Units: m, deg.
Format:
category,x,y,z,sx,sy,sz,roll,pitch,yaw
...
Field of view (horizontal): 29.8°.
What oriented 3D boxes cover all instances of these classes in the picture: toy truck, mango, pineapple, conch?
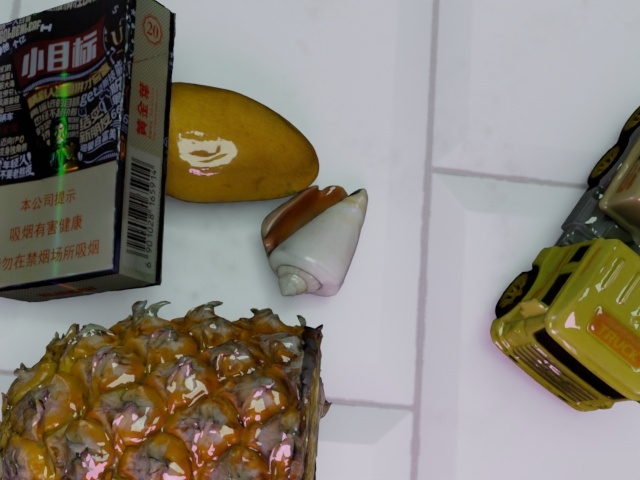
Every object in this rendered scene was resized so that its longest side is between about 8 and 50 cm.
category,x,y,z,sx,sy,sz,roll,pitch,yaw
toy truck,0.378,-0.008,1.333,0.180,0.254,0.405,38,76,-3
mango,-0.112,-0.101,1.344,0.227,0.109,0.147,17,50,-5
pineapple,-0.141,0.223,1.136,0.300,0.352,0.352,-4,77,3
conch,-0.003,-0.007,1.346,0.104,0.094,0.176,16,67,29

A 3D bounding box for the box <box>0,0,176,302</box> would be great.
category,x,y,z,sx,sy,sz,roll,pitch,yaw
box,-0.258,-0.096,1.276,0.198,0.084,0.310,-8,73,32
